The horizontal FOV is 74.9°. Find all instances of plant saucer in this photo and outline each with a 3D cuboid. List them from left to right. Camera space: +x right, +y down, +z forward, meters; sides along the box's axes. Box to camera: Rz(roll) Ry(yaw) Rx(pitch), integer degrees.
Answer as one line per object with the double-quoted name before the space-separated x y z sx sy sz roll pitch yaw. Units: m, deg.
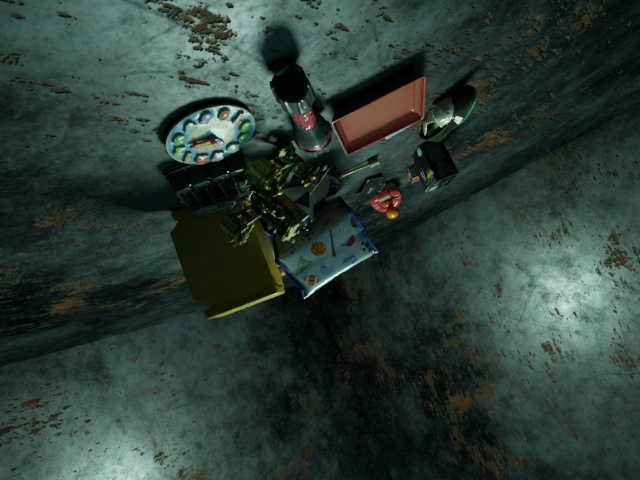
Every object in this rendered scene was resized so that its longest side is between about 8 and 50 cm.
"plant saucer" 0.161 -0.351 1.162 0.259 0.047 0.259 -25 167 9

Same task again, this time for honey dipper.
"honey dipper" 0.140 -0.265 1.552 0.161 0.030 0.030 -23 168 9

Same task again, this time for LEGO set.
"LEGO set" -0.114 -0.094 1.179 0.331 0.192 0.255 -51 175 29

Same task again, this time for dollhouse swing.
"dollhouse swing" -0.298 0.062 1.415 0.315 0.346 0.305 -20 172 -16

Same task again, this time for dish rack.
"dish rack" -0.292 -0.149 1.165 0.208 0.074 0.271 -20 170 -7

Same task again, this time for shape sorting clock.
"shape sorting clock" -0.244 -0.234 0.942 0.206 0.040 0.206 -22 169 -5

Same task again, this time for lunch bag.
"lunch bag" 0.000 0.000 1.586 0.328 0.238 0.385 -32 -158 1

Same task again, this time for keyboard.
"keyboard" 0.227 -0.228 1.823 0.108 0.023 0.180 -13 157 -16

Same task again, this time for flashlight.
"flashlight" -0.034 -0.280 0.951 0.103 0.103 0.304 10 177 8

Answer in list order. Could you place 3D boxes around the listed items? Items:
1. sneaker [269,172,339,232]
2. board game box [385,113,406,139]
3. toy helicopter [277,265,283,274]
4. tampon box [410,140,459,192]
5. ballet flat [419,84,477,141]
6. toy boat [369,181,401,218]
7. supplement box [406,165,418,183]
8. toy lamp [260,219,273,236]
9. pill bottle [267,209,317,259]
"sneaker" -0.060 -0.121 1.438 0.316 0.182 0.127 -12 165 -42
"board game box" 0.235 -0.361 1.321 0.090 0.020 0.090 -27 167 18
"toy helicopter" -0.261 0.098 2.159 0.355 0.140 0.235 -7 159 -45
"tampon box" 0.450 -0.296 1.660 0.102 0.161 0.120 -20 167 -11
"ballet flat" 0.392 -0.388 1.331 0.096 0.095 0.280 -8 166 -10
"toy boat" 0.323 -0.174 1.989 0.151 0.151 0.231 -25 168 13
"supplement box" 0.417 -0.295 1.868 0.043 0.054 0.083 -22 168 3
"toy lamp" -0.156 -0.085 1.673 0.275 0.080 0.080 -29 167 24
"pill bottle" -0.067 -0.020 1.874 0.323 0.181 0.181 -26 168 15
